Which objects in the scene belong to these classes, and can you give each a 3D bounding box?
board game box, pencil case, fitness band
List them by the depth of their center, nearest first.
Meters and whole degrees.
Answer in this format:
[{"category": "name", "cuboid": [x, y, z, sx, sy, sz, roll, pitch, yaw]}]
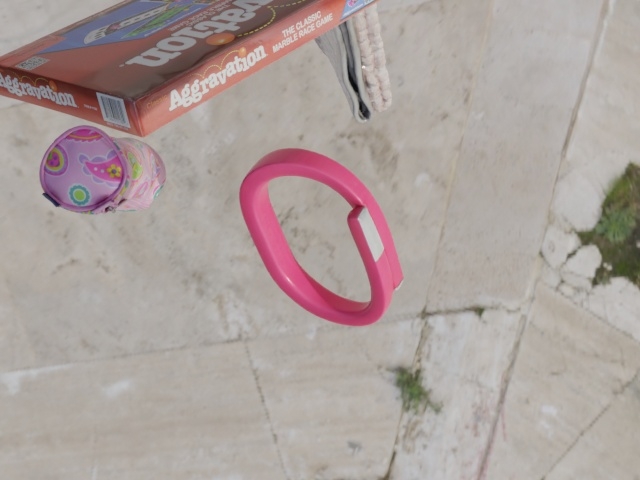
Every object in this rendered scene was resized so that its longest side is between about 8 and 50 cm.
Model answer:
[{"category": "board game box", "cuboid": [-0.065, -0.154, 0.657, 0.145, 0.281, 0.027, 19, 132, 36]}, {"category": "fitness band", "cuboid": [0.000, 0.000, 1.325, 0.209, 0.054, 0.290, 9, 135, 34]}, {"category": "pencil case", "cuboid": [-0.300, -0.092, 1.363, 0.124, 0.284, 0.124, 0, 93, 1]}]

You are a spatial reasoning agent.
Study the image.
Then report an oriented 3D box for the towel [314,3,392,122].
[{"category": "towel", "cuboid": [-0.027, -0.304, 1.009, 0.053, 0.332, 0.317, -29, 76, 0]}]
